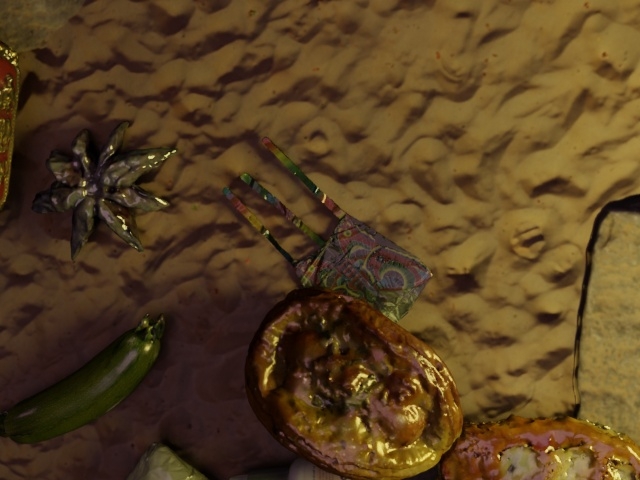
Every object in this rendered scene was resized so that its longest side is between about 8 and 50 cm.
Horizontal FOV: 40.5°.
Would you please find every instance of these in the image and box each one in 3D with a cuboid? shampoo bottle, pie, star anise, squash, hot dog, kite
[{"bbox_3d":[-0.023,0.315,1.121,0.192,0.074,0.074,-9,97,13],"label":"shampoo bottle"},{"bbox_3d":[0.288,0.336,1.058,0.308,0.085,0.308,1,97,11],"label":"pie"},{"bbox_3d":[-0.283,-0.062,1.119,0.204,0.061,0.181,0,98,10],"label":"star anise"},{"bbox_3d":[-0.316,0.203,1.162,0.318,0.071,0.080,-32,50,16],"label":"squash"},{"bbox_3d":[0.035,0.175,1.040,0.272,0.122,0.196,33,93,19],"label":"hot dog"},{"bbox_3d":[0.000,0.000,1.102,0.152,0.015,0.285,-44,91,11],"label":"kite"}]

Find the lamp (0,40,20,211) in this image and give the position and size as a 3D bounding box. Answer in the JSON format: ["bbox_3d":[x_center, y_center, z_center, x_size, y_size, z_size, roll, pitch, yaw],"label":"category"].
[{"bbox_3d":[-0.472,-0.143,1.085,0.177,0.177,0.274,12,102,9],"label":"lamp"}]

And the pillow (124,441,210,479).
[{"bbox_3d":[-0.193,0.452,1.171,0.280,0.076,0.274,40,105,3],"label":"pillow"}]
